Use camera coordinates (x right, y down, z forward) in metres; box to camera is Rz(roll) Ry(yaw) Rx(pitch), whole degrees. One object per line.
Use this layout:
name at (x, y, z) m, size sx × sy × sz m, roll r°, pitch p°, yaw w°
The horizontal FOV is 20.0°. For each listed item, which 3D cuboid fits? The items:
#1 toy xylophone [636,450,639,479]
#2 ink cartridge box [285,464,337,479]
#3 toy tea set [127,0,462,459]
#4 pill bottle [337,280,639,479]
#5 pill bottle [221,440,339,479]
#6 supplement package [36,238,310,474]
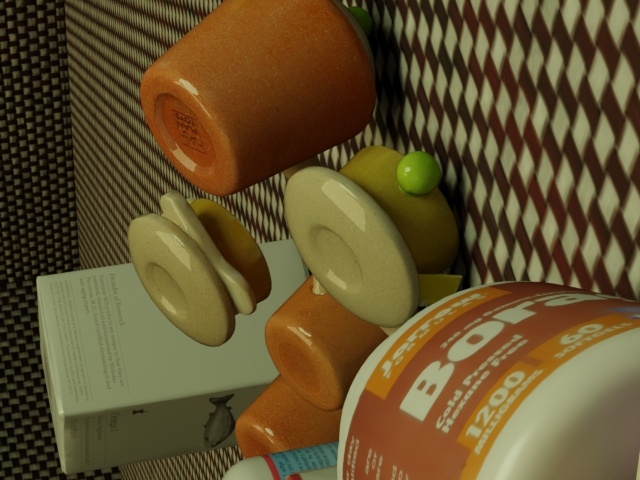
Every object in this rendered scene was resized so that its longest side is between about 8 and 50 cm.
toy xylophone at (0.149, 0.083, 0.275) m, size 0.322 × 0.081 × 0.236 m, roll -117°, pitch 22°, yaw -57°
ink cartridge box at (0.071, 0.242, 0.700) m, size 0.197 × 0.114 × 0.273 m, roll -127°, pitch 31°, yaw -65°
toy tea set at (0.000, 0.000, 0.969) m, size 0.200 × 0.124 × 0.336 m, roll 45°, pitch 152°, yaw 17°
pill bottle at (0.072, 0.074, 0.542) m, size 0.216 × 0.121 × 0.121 m, roll -167°, pitch 68°, yaw -77°
pill bottle at (0.007, 0.134, 0.812) m, size 0.087 × 0.160 × 0.087 m, roll 171°, pitch 90°, yaw -79°
supplement package at (-0.093, 0.078, 1.215) m, size 0.105 × 0.179 × 0.105 m, roll 101°, pitch 157°, yaw -60°
